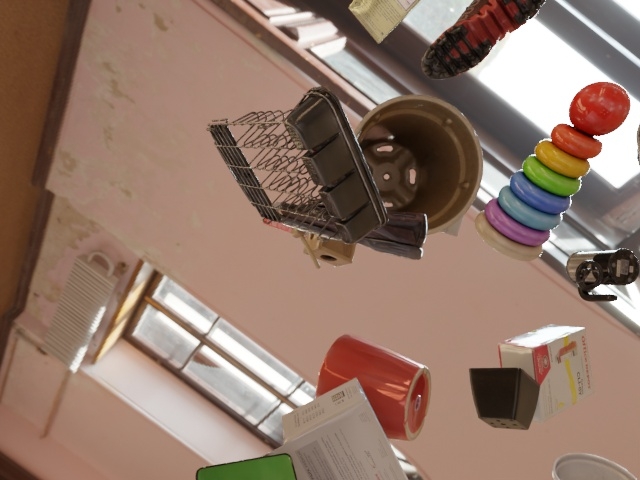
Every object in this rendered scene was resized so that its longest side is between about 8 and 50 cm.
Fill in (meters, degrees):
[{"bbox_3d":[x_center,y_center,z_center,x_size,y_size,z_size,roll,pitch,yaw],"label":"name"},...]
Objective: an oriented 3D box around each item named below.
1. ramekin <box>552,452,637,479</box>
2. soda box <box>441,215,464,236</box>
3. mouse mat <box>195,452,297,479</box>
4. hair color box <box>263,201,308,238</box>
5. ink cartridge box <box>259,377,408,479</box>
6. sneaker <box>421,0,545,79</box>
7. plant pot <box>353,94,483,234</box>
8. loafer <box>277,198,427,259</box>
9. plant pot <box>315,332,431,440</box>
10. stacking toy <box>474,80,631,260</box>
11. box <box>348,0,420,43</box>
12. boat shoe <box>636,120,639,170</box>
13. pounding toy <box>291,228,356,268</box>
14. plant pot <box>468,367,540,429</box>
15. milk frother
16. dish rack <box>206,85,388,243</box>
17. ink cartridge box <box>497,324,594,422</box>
[{"bbox_3d":[0.729,0.679,1.223,0.207,0.207,0.109,-60,148,-76],"label":"ramekin"},{"bbox_3d":[0.395,-0.127,1.371,0.074,0.069,0.216,23,-82,50],"label":"soda box"},{"bbox_3d":[-0.127,0.475,0.842,0.153,0.189,0.007,-115,-146,-47],"label":"mouse mat"},{"bbox_3d":[-0.086,-0.065,1.462,0.093,0.167,0.053,-49,156,-60],"label":"hair color box"},{"bbox_3d":[0.039,0.526,1.050,0.271,0.309,0.130,-26,-172,-3],"label":"ink cartridge box"},{"bbox_3d":[0.328,-0.442,0.968,0.276,0.097,0.135,-38,-161,11],"label":"sneaker"},{"bbox_3d":[0.210,-0.181,1.229,0.334,0.334,0.305,-53,-174,-2],"label":"plant pot"},{"bbox_3d":[0.062,-0.041,0.913,0.109,0.302,0.095,24,82,-82],"label":"loafer"},{"bbox_3d":[0.157,0.414,1.260,0.275,0.243,0.275,-16,108,-57],"label":"plant pot"},{"bbox_3d":[0.419,-0.124,0.825,0.141,0.141,0.330,-55,170,-54],"label":"stacking toy"},{"bbox_3d":[0.215,-0.618,1.063,0.213,0.117,0.243,-48,-168,-20],"label":"box"},{"bbox_3d":[0.788,-0.218,1.100,0.066,0.066,0.183,7,88,-65],"label":"boat shoe"},{"bbox_3d":[-0.007,0.006,1.341,0.094,0.206,0.181,-18,-127,54],"label":"pounding toy"},{"bbox_3d":[0.637,0.554,1.596,0.187,0.188,0.167,-15,-132,40],"label":"plant pot"},{"bbox_3d":[0.636,0.071,1.090,0.129,0.143,0.135,-65,-170,-10],"label":"milk frother"},{"bbox_3d":[-0.049,-0.100,0.660,0.074,0.208,0.271,-42,-147,-24],"label":"dish rack"},{"bbox_3d":[0.894,0.507,1.813,0.384,0.279,0.160,-7,180,-34],"label":"ink cartridge box"}]
